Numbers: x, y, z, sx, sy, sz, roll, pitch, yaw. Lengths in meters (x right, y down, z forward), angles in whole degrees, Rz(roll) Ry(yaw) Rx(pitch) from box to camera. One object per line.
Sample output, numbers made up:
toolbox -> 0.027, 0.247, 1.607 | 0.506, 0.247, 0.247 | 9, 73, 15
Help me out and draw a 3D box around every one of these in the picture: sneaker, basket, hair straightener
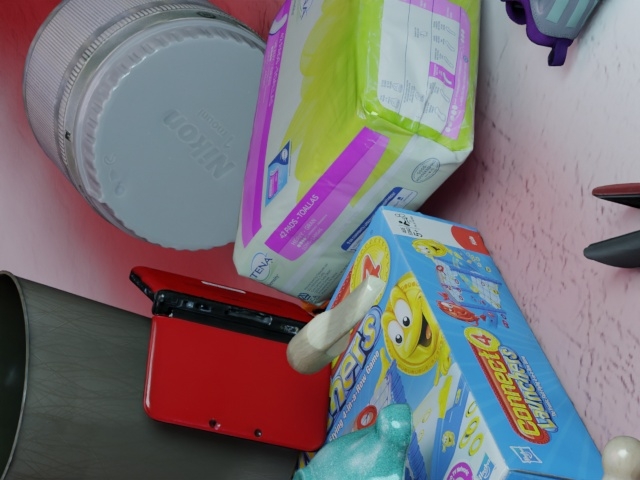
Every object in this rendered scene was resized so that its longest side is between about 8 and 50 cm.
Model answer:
sneaker -> 0.141, -0.219, 1.408 | 0.224, 0.083, 0.098 | -112, 37, -51
basket -> -0.140, 0.130, 1.437 | 0.154, 0.227, 0.204 | -65, 26, 24
hair straightener -> 0.233, 0.008, 1.146 | 0.230, 0.047, 0.089 | 0, 77, 60

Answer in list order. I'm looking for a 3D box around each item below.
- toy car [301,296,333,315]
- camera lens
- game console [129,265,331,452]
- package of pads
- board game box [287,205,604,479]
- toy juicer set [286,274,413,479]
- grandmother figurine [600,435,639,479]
toy car -> 0.000, 0.000, 1.640 | 0.060, 0.040, 0.122 | -13, 66, 63
camera lens -> -0.150, -0.124, 1.810 | 0.274, 0.219, 0.219 | 40, 114, 63
game console -> -0.069, 0.085, 1.408 | 0.124, 0.144, 0.085 | 33, 106, 64
package of pads -> 0.033, -0.130, 1.517 | 0.229, 0.101, 0.296 | -49, 26, 45
board game box -> 0.055, 0.185, 1.369 | 0.308, 0.086, 0.302 | -64, 27, 25
toy juicer set -> 0.020, 0.174, 1.256 | 0.209, 0.089, 0.329 | -146, 63, -78
grandmother figurine -> 0.199, 0.194, 1.054 | 0.208, 0.104, 0.342 | -95, 25, -62
